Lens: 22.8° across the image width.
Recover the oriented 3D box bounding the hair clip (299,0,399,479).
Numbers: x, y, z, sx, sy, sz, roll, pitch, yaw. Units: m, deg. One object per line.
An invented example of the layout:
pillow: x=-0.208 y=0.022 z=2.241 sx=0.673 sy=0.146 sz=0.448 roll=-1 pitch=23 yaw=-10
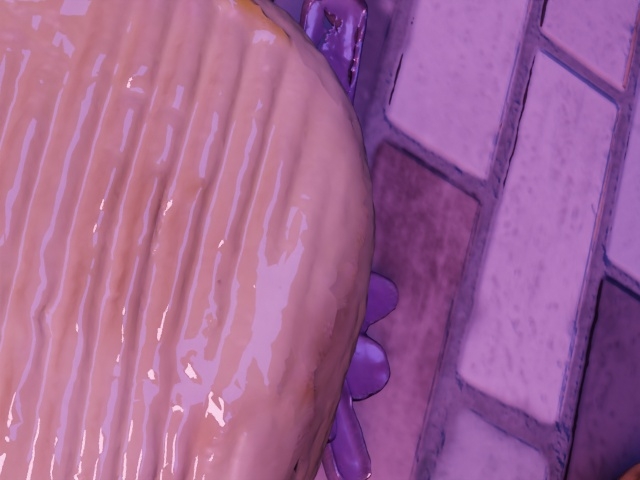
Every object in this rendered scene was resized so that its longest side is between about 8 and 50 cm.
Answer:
hair clip: x=-0.008 y=-0.001 z=0.891 sx=0.137 sy=0.090 sz=0.278 roll=12 pitch=75 yaw=-35

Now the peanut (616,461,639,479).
peanut: x=0.175 y=0.249 z=0.912 sx=0.340 sy=0.158 sz=0.174 roll=-35 pitch=132 yaw=-34

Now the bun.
bun: x=-0.148 y=0.021 z=0.685 sx=0.361 sy=0.213 sz=0.361 roll=3 pitch=80 yaw=-20
